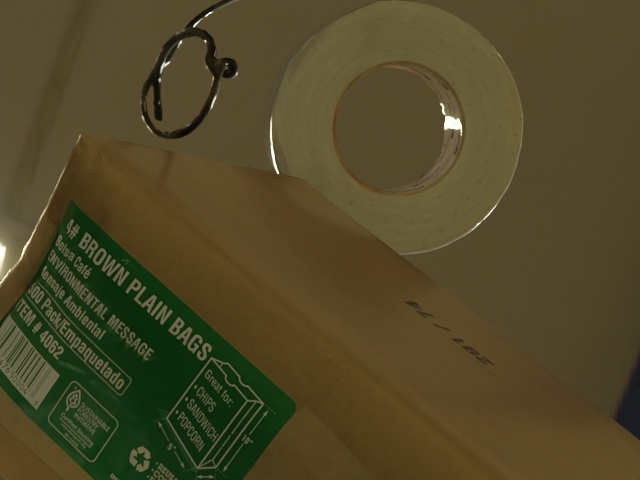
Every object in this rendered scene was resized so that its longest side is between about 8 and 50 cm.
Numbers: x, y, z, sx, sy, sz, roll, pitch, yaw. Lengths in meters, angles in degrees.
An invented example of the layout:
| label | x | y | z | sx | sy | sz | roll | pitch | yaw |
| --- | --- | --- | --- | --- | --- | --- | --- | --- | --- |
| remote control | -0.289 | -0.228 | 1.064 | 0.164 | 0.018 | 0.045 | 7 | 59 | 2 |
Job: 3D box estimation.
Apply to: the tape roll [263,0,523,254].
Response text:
| label | x | y | z | sx | sy | sz | roll | pitch | yaw |
| --- | --- | --- | --- | --- | --- | --- | --- | --- | --- |
| tape roll | 0.062 | -0.098 | 1.268 | 0.219 | 0.072 | 0.219 | -1 | -85 | -8 |

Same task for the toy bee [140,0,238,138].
| label | x | y | z | sx | sy | sz | roll | pitch | yaw |
| --- | --- | --- | --- | --- | --- | --- | --- | --- | --- |
| toy bee | -0.030 | -0.211 | 0.866 | 0.195 | 0.162 | 0.298 | 28 | -76 | 42 |

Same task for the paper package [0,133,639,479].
| label | x | y | z | sx | sy | sz | roll | pitch | yaw |
| --- | --- | --- | --- | --- | --- | --- | --- | --- | --- |
| paper package | 0.012 | 0.109 | 0.777 | 0.325 | 0.309 | 0.168 | 39 | -80 | 19 |
